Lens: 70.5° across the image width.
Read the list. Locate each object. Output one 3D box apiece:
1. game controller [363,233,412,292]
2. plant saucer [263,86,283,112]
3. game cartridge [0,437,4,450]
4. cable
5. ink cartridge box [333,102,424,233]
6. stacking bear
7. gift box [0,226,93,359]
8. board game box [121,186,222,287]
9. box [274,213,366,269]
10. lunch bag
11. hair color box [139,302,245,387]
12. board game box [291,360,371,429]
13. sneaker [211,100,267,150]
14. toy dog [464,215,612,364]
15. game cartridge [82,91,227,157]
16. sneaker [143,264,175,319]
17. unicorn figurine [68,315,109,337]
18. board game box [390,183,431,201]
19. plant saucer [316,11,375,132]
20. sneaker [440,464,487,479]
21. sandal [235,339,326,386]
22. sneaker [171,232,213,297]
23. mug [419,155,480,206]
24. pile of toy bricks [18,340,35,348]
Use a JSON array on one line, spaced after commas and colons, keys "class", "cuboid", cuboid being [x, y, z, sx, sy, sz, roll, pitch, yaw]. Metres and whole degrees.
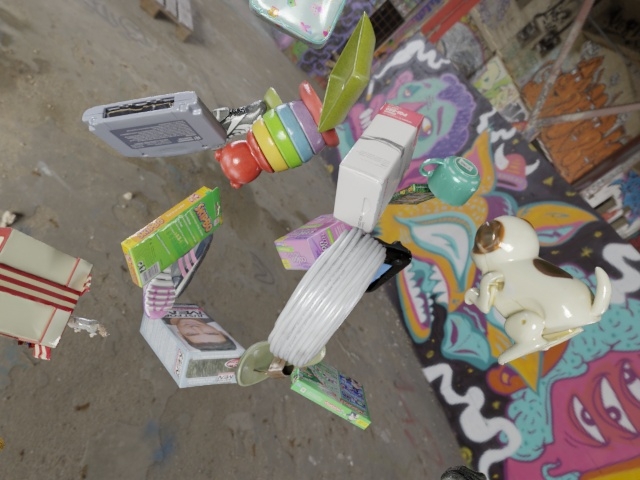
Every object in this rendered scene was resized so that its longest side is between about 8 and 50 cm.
[{"class": "game controller", "cuboid": [0.113, 0.071, 1.208, 0.166, 0.319, 0.067, 8, 65, -13]}, {"class": "plant saucer", "cuboid": [-0.141, -0.389, 1.519, 0.241, 0.037, 0.241, 157, -90, -80]}, {"class": "game cartridge", "cuboid": [-0.981, 0.432, 1.171, 0.285, 0.324, 0.052, 42, 60, 11]}, {"class": "cable", "cuboid": [0.012, 0.098, 0.761, 0.089, 0.257, 0.257, 36, 34, 8]}, {"class": "ink cartridge box", "cuboid": [0.116, -0.146, 0.914, 0.092, 0.158, 0.218, 23, 55, 13]}, {"class": "stacking bear", "cuboid": [-0.114, -0.238, 1.115, 0.175, 0.289, 0.164, 60, 4, -27]}, {"class": "gift box", "cuboid": [-0.729, 0.128, 1.092, 0.258, 0.276, 0.255, 48, 55, -55]}, {"class": "board game box", "cuboid": [-0.320, -0.018, 1.017, 0.039, 0.124, 0.259, 30, 49, 21]}, {"class": "box", "cuboid": [0.000, 0.000, 1.622, 0.243, 0.213, 0.117, -32, 107, -33]}, {"class": "lunch bag", "cuboid": [-0.066, -0.734, 1.350, 0.279, 0.224, 0.108, 26, 10, -12]}, {"class": "hair color box", "cuboid": [-0.410, 0.312, 1.415, 0.185, 0.114, 0.374, 9, 10, -40]}, {"class": "board game box", "cuboid": [0.034, 0.535, 1.659, 0.317, 0.046, 0.213, 34, 15, -13]}, {"class": "sneaker", "cuboid": [-0.276, -0.370, 1.389, 0.106, 0.234, 0.078, 42, 28, -46]}, {"class": "toy dog", "cuboid": [0.609, 0.116, 1.378, 0.284, 0.395, 0.408, -11, 61, -24]}, {"class": "game cartridge", "cuboid": [-0.395, -0.275, 1.118, 0.196, 0.294, 0.060, 59, 29, -66]}, {"class": "sneaker", "cuboid": [-0.515, 0.133, 1.403, 0.095, 0.104, 0.236, 20, 55, -46]}, {"class": "unicorn figurine", "cuboid": [-0.719, 0.252, 1.347, 0.162, 0.111, 0.060, 1, 65, -16]}, {"class": "board game box", "cuboid": [0.320, -0.153, 1.525, 0.259, 0.136, 0.030, 160, -73, -77]}, {"class": "plant saucer", "cuboid": [0.060, -0.340, 0.950, 0.045, 0.188, 0.188, 19, 60, -14]}, {"class": "sneaker", "cuboid": [0.344, 0.558, 0.924, 0.227, 0.087, 0.130, 42, 18, 20]}, {"class": "sandal", "cuboid": [-0.107, 0.351, 1.339, 0.302, 0.120, 0.086, -10, 15, -29]}, {"class": "sneaker", "cuboid": [-0.586, 0.082, 1.964, 0.131, 0.319, 0.112, 29, -16, -3]}, {"class": "mug", "cuboid": [0.370, -0.175, 1.266, 0.157, 0.097, 0.129, 5, 51, -25]}, {"class": "pile of toy bricks", "cuboid": [-0.936, 0.251, 1.514, 0.105, 0.118, 0.212, 8, 71, -49]}]
